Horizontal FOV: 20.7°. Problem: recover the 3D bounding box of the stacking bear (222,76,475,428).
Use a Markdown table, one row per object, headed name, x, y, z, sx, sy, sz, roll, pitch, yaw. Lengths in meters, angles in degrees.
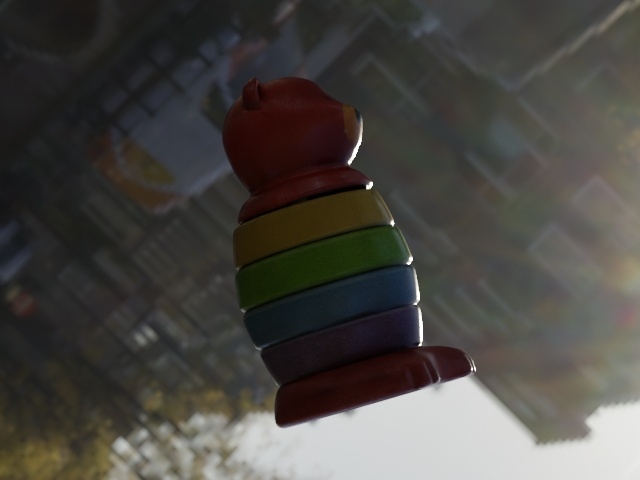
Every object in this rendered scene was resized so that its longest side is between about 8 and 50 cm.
| name | x | y | z | sx | sy | sz | roll | pitch | yaw |
| --- | --- | --- | --- | --- | --- | --- | --- | --- | --- |
| stacking bear | 0.000 | 0.000 | 1.489 | 0.164 | 0.289 | 0.175 | -18 | 174 | 20 |
